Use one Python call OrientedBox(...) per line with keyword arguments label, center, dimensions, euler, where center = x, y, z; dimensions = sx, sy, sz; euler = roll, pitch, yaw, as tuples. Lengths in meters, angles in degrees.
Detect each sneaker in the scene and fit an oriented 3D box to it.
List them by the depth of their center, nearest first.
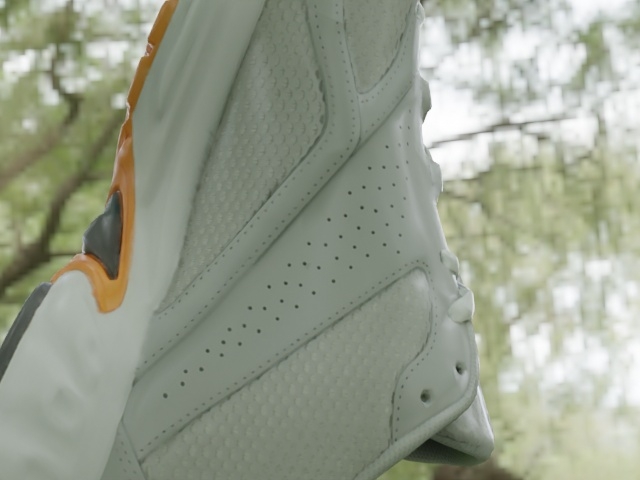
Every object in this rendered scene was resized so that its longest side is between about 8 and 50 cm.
OrientedBox(label="sneaker", center=(0.000, 0.000, 0.482), dimensions=(0.121, 0.262, 0.099), euler=(23, -13, -1))
